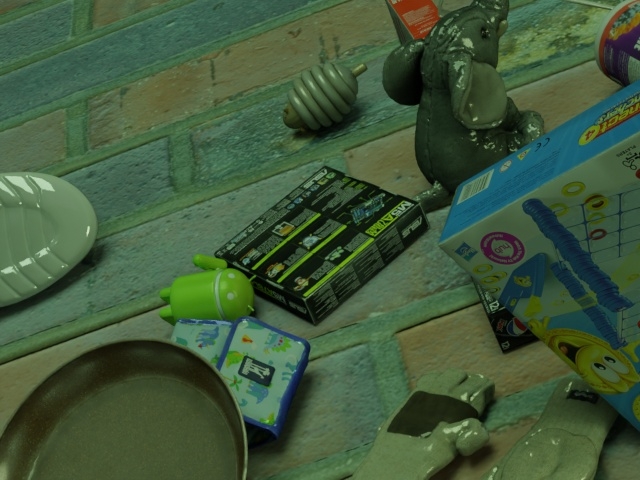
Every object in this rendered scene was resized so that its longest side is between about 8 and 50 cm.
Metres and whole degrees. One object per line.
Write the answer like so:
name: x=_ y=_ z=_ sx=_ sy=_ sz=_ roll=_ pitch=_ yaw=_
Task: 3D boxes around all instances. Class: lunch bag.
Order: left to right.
lunch bag: x=-0.096 y=0.153 z=1.736 sx=0.151 sy=0.096 sz=0.129 roll=3 pitch=48 yaw=20

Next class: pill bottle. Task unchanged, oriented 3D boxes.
pill bottle: x=0.411 y=-0.203 z=1.887 sx=0.108 sy=0.108 sz=0.193 roll=-32 pitch=35 yaw=-11

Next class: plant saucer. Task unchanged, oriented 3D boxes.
plant saucer: x=-0.202 y=0.248 z=1.634 sx=0.311 sy=0.050 sz=0.310 roll=-12 pitch=58 yaw=21

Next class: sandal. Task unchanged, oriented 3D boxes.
sandal: x=-0.482 y=0.037 z=2.104 sx=0.416 sy=0.169 sz=0.102 roll=-25 pitch=-6 yaw=-1

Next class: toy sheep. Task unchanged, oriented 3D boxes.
toy sheep: x=0.005 y=-0.191 z=2.138 sx=0.132 sy=0.091 sz=0.091 roll=-40 pitch=33 yaw=10

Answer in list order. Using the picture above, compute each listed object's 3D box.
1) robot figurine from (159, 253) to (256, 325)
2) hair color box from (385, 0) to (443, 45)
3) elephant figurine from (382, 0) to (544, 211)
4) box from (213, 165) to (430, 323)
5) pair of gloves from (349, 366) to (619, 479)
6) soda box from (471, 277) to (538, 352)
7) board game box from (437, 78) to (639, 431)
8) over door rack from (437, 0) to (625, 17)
robot figurine: x=-0.127 y=0.069 z=1.885 sx=0.115 sy=0.067 sz=0.101 roll=-10 pitch=65 yaw=20
hair color box: x=0.137 y=-0.269 z=2.153 sx=0.053 sy=0.093 sz=0.167 roll=-24 pitch=35 yaw=-1
elephant figurine: x=0.158 y=-0.188 z=1.902 sx=0.169 sy=0.239 sz=0.186 roll=-11 pitch=37 yaw=18
box: x=0.000 y=0.000 z=1.922 sx=0.191 sy=0.045 sz=0.184 roll=-40 pitch=40 yaw=-22
pair of gloves: x=0.154 y=0.204 z=1.559 sx=0.240 sy=0.042 sz=0.204 roll=3 pitch=39 yaw=31
soda box: x=0.189 y=0.041 z=1.738 sx=0.053 sy=0.060 sz=0.169 roll=-22 pitch=35 yaw=5
board game box: x=0.315 y=0.013 z=1.399 sx=0.308 sy=0.302 sz=0.086 roll=-32 pitch=24 yaw=41
over door rack: x=0.311 y=-0.384 z=2.121 sx=0.324 sy=0.108 sz=0.239 roll=1 pitch=37 yaw=4
